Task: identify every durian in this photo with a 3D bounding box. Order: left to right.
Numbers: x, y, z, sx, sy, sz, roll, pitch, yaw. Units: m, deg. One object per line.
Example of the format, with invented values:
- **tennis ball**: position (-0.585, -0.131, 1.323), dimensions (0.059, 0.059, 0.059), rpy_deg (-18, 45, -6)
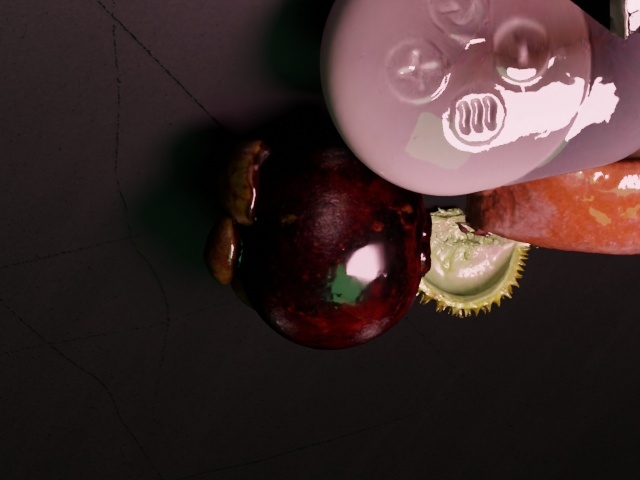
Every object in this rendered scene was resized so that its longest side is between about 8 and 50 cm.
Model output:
- **durian**: position (0.140, 0.021, 1.737), dimensions (0.215, 0.086, 0.100), rpy_deg (6, 119, -27)

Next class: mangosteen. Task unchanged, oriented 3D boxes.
- **mangosteen**: position (0.000, 0.000, 1.559), dimensions (0.210, 0.210, 0.210), rpy_deg (-13, 139, -11)

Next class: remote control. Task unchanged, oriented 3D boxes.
- **remote control**: position (0.160, -0.159, 1.474), dimensions (0.332, 0.103, 0.221), rpy_deg (-12, 98, -14)

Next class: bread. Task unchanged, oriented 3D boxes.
- **bread**: position (0.248, -0.064, 1.614), dimensions (0.244, 0.190, 0.123), rpy_deg (-6, 124, -14)

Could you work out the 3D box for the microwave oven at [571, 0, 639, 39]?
- **microwave oven**: position (0.283, -0.323, 1.273), dimensions (0.237, 0.181, 0.295), rpy_deg (-12, 118, -12)
